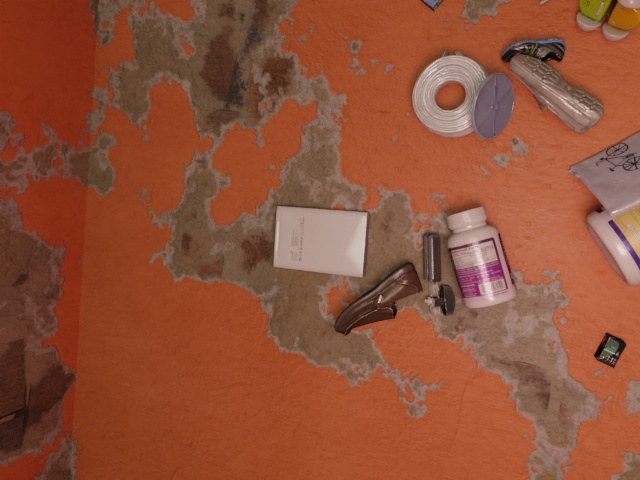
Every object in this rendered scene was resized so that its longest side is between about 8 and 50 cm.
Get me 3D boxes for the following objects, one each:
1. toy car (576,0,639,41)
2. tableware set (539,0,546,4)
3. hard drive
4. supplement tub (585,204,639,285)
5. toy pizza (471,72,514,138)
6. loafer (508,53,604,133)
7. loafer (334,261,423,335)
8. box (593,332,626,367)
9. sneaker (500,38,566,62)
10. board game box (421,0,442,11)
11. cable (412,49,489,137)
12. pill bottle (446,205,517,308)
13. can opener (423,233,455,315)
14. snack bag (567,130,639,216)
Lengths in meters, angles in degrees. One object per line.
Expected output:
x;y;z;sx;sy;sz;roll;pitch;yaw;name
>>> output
0.851;-0.687;1.481;0.182;0.159;0.136;31;68;17;toy car
0.735;-0.826;1.561;0.194;0.039;0.128;-25;96;26;tableware set
0.000;0.000;1.882;0.353;0.047;0.233;6;95;21;hard drive
0.950;-0.049;1.411;0.331;0.241;0.241;-32;82;20;supplement tub
0.530;-0.418;1.592;0.032;0.201;0.201;29;105;50;toy pizza
0.697;-0.442;1.551;0.319;0.112;0.111;43;147;10;loafer
0.202;0.229;1.769;0.366;0.134;0.130;-41;78;18;loafer
0.880;0.333;1.553;0.052;0.062;0.083;25;101;17;box
0.659;-0.576;1.586;0.188;0.067;0.078;1;87;18;sneaker
0.351;-0.886;1.706;0.201;0.035;0.136;47;107;13;board game box
0.430;-0.470;1.668;0.257;0.089;0.257;42;106;14;cable
0.501;0.051;1.627;0.169;0.169;0.302;-17;86;21;pill bottle
0.395;0.115;1.734;0.093;0.074;0.281;-7;92;-13;can opener
0.903;-0.208;1.405;0.342;0.323;0.037;-29;116;19;snack bag
